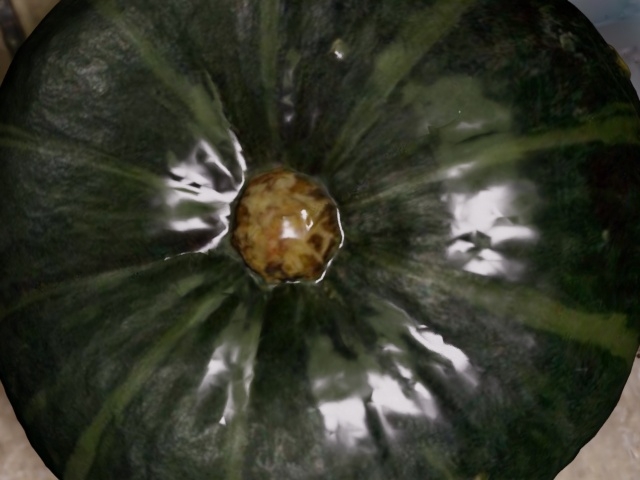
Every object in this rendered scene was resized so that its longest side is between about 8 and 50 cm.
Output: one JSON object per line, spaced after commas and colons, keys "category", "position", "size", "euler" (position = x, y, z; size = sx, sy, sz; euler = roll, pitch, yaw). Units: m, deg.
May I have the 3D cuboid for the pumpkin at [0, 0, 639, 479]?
{"category": "pumpkin", "position": [0.000, 0.000, 0.762], "size": [0.300, 0.207, 0.300], "euler": [-1, 82, 10]}

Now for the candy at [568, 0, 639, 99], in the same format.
{"category": "candy", "position": [0.113, -0.086, 0.887], "size": [0.174, 0.071, 0.138], "euler": [-18, 85, -16]}
